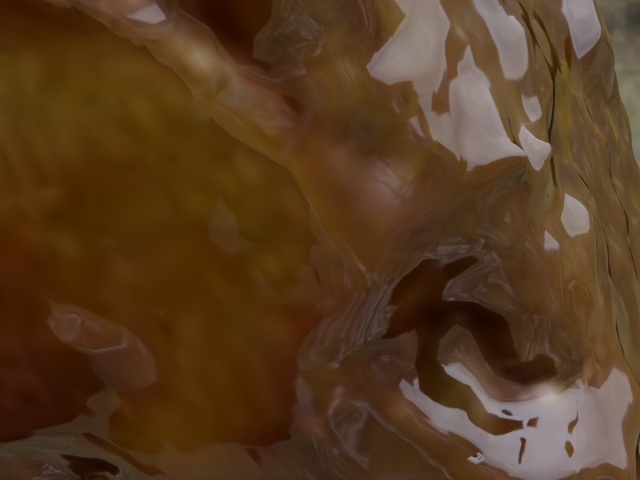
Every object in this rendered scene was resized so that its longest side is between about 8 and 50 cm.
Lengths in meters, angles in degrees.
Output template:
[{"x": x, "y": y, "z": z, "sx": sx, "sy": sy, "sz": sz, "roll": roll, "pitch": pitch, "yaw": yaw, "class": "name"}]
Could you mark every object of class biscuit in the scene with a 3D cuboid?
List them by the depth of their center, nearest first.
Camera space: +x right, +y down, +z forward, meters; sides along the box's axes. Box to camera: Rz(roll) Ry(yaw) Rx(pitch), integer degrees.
[{"x": -0.093, "y": 0.030, "z": 0.547, "sx": 0.395, "sy": 0.342, "sz": 0.166, "roll": -13, "pitch": 29, "yaw": 26, "class": "biscuit"}]
